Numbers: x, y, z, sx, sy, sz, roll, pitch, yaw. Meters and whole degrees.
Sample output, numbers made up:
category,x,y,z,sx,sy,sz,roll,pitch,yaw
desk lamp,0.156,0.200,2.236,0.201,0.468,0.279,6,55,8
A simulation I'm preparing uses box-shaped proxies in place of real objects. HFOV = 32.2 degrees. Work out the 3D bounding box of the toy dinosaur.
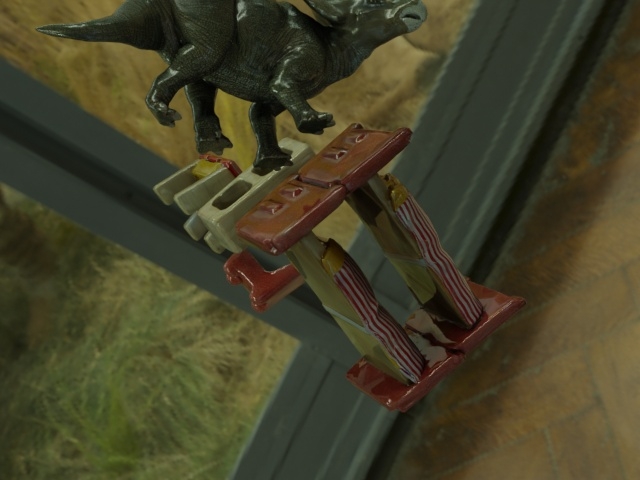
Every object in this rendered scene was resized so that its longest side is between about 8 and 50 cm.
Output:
category,x,y,z,sx,sy,sz,roll,pitch,yaw
toy dinosaur,-0.073,-0.155,0.908,0.121,0.313,0.160,124,145,-62

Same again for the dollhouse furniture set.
category,x,y,z,sx,sy,sz,roll,pitch,yaw
dollhouse furniture set,0.000,0.000,1.078,0.152,0.201,0.374,-41,22,-12
